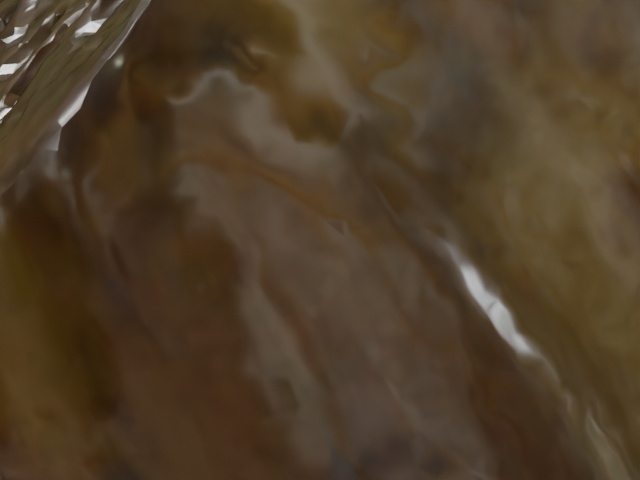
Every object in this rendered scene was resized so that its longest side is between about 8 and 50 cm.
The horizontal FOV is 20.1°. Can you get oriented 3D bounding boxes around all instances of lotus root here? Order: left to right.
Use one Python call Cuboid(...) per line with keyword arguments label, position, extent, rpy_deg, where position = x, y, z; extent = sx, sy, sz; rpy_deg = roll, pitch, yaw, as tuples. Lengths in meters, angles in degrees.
Cuboid(label="lotus root", position=(0.000, 0.000, 0.512), extent=(0.316, 0.250, 0.316), rpy_deg=(-25, 26, 13))
